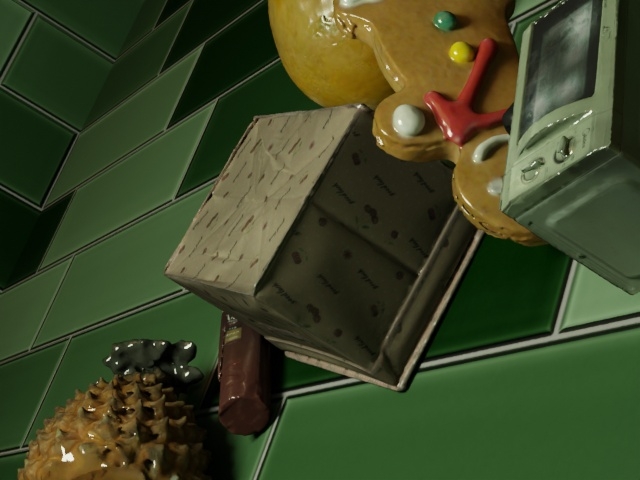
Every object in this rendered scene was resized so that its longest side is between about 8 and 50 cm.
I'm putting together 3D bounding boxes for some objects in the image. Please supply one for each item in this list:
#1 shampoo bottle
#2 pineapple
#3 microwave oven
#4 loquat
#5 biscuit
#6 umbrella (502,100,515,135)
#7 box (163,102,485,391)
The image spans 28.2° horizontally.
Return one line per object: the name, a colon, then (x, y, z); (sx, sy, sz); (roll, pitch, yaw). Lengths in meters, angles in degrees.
shampoo bottle: (-0.086, 0.125, 1.514); (0.236, 0.068, 0.067); (-94, 1, -53)
pineapple: (-0.222, 0.226, 1.525); (0.223, 0.223, 0.357); (-47, 14, 26)
microwave oven: (0.235, -0.085, 1.004); (0.129, 0.163, 0.205); (-33, 33, 44)
loquat: (0.066, -0.275, 1.511); (0.263, 0.263, 0.263); (-45, 26, 29)
biscuit: (0.148, -0.139, 1.195); (0.047, 0.216, 0.339); (95, 163, -53)
umbrella: (0.274, -0.221, 1.154); (0.337, 0.067, 0.073); (-52, 18, -14)
box: (0.000, 0.000, 1.346); (0.225, 0.190, 0.297); (-61, 23, -10)
